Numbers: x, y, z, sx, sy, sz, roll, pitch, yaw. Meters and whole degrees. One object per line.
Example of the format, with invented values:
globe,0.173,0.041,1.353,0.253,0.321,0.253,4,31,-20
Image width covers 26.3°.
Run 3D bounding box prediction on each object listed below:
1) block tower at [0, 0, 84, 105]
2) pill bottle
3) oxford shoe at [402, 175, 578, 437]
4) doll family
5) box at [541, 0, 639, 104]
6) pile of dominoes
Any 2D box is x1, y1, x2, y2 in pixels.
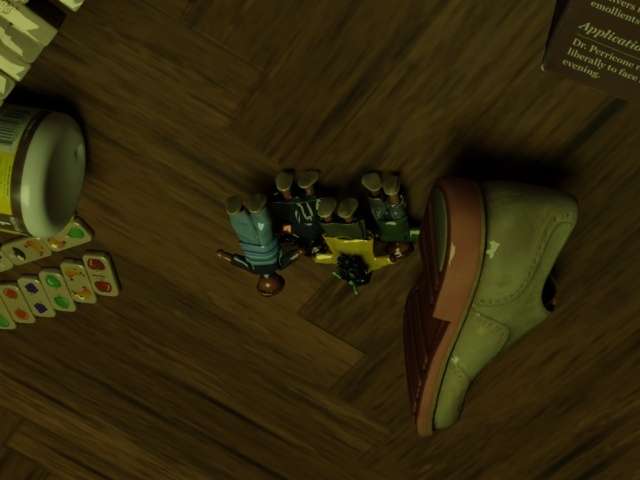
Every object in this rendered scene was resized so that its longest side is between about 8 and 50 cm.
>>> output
block tower,-0.223,-0.189,1.009,0.091,0.097,0.335,36,104,-18
pill bottle,-0.334,-0.075,1.258,0.215,0.117,0.117,10,136,12
oxford shoe,0.147,0.076,1.228,0.130,0.123,0.348,-1,146,-6
doll family,0.000,0.000,1.243,0.193,0.076,0.111,6,140,22
box,0.260,-0.199,0.868,0.168,0.167,0.203,21,137,0
pile of dominoes,-0.338,0.023,1.415,0.251,0.040,0.196,-16,125,34
